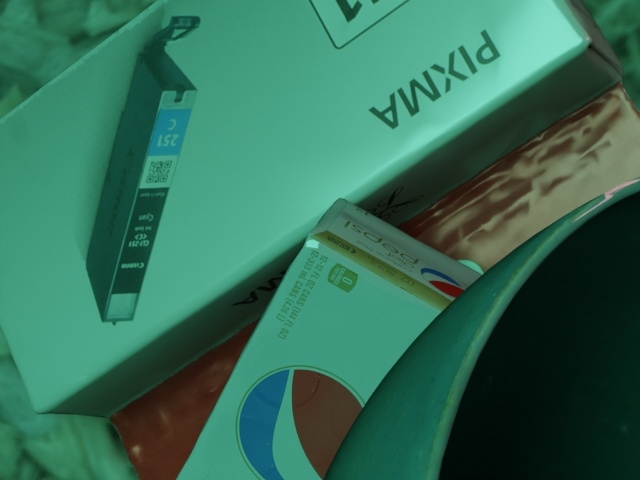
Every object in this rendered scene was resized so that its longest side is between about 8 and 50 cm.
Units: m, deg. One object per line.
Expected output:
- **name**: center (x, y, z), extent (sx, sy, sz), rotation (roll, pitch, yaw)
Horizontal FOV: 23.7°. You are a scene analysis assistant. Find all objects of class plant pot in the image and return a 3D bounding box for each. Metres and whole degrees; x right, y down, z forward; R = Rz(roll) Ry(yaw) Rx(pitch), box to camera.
- **plant pot**: center (0.102, 0.139, 0.510), extent (0.195, 0.290, 0.290), rotation (-28, 53, 56)

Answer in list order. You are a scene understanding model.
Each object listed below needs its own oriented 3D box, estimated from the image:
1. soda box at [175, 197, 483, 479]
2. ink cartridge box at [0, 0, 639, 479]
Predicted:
- **soda box**: center (-0.016, 0.095, 0.622), extent (0.074, 0.069, 0.216), rotation (29, 107, 3)
- **ink cartridge box**: center (0.000, 0.000, 0.664), extent (0.296, 0.066, 0.261), rotation (-34, 69, 17)
